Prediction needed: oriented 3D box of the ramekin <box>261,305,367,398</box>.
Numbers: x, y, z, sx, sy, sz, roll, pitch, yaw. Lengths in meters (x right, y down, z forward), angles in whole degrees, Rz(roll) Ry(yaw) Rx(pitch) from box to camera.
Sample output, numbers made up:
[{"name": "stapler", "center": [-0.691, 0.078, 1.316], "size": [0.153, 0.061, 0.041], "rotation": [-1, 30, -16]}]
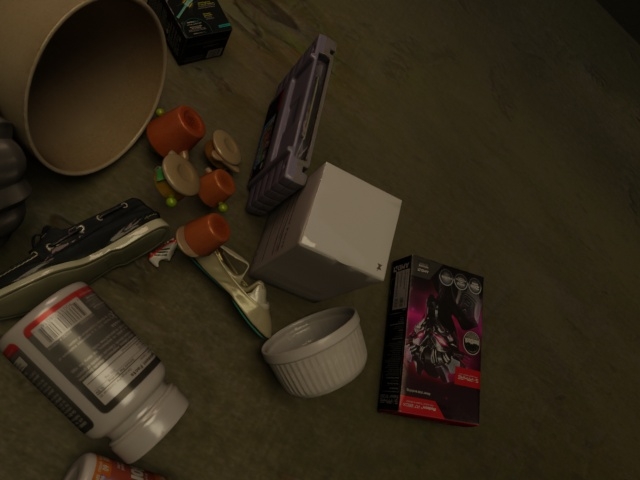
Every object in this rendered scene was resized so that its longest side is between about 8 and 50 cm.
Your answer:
[{"name": "ramekin", "center": [-0.005, 0.226, 0.960], "size": [0.207, 0.207, 0.109], "rotation": [-25, 97, -30]}]

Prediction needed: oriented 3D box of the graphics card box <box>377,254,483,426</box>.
[{"name": "graphics card box", "center": [0.274, 0.241, 1.152], "size": [0.233, 0.094, 0.370], "rotation": [18, 68, -21]}]

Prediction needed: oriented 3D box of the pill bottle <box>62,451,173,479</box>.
[{"name": "pill bottle", "center": [-0.312, 0.439, 0.781], "size": [0.216, 0.121, 0.121], "rotation": [34, 63, -26]}]

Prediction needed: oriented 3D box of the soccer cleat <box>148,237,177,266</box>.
[{"name": "soccer cleat", "center": [-0.308, 0.022, 0.967], "size": [0.083, 0.029, 0.035], "rotation": [-37, 102, -26]}]

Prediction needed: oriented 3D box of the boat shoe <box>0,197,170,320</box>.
[{"name": "boat shoe", "center": [-0.445, 0.016, 0.847], "size": [0.340, 0.127, 0.113], "rotation": [-33, 78, -28]}]

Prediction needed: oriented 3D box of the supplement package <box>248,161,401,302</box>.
[{"name": "supplement package", "center": [0.000, 0.000, 0.971], "size": [0.178, 0.293, 0.175], "rotation": [25, 66, -19]}]

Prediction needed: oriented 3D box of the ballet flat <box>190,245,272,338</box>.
[{"name": "ballet flat", "center": [-0.163, 0.091, 0.977], "size": [0.248, 0.086, 0.086], "rotation": [49, 61, -6]}]

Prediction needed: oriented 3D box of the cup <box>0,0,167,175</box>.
[{"name": "cup", "center": [-0.473, -0.314, 0.843], "size": [0.237, 0.331, 0.331], "rotation": [29, 63, 6]}]

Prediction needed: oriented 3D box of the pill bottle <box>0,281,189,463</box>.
[{"name": "pill bottle", "center": [-0.368, 0.222, 0.801], "size": [0.283, 0.161, 0.161], "rotation": [49, 61, -6]}]

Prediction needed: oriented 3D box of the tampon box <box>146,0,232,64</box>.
[{"name": "tampon box", "center": [-0.298, -0.506, 1.080], "size": [0.120, 0.101, 0.161], "rotation": [-27, 87, -30]}]

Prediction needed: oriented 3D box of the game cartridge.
[{"name": "game cartridge", "center": [-0.072, -0.245, 1.042], "size": [0.068, 0.230, 0.354], "rotation": [23, 66, -27]}]

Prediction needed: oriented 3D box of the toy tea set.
[{"name": "toy tea set", "center": [-0.269, -0.118, 0.957], "size": [0.200, 0.124, 0.336], "rotation": [39, 35, -41]}]

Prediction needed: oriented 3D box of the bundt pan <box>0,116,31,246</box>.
[{"name": "bundt pan", "center": [-0.585, -0.118, 0.729], "size": [0.330, 0.331, 0.124], "rotation": [52, 29, -4]}]
